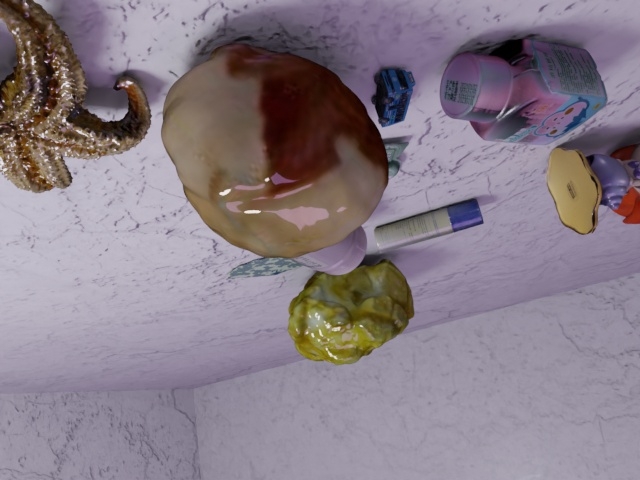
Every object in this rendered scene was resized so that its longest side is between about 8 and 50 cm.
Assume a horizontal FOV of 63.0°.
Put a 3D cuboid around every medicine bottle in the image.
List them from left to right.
[{"bbox_3d":[-0.016,-0.019,0.946,0.133,0.133,0.250,-19,158,23],"label":"medicine bottle"},{"bbox_3d":[0.235,-0.030,1.145,0.231,0.059,0.059,-16,159,16],"label":"medicine bottle"},{"bbox_3d":[0.254,-0.190,0.673,0.188,0.094,0.119,-1,159,-24],"label":"medicine bottle"}]

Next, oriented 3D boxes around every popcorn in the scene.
[{"bbox_3d":[0.081,0.199,1.364,0.334,0.293,0.292,-11,130,-3],"label":"popcorn"}]

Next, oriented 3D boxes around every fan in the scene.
[{"bbox_3d":[-0.118,0.063,1.291,0.240,0.009,0.131,-11,160,0],"label":"fan"}]

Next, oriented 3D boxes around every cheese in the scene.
[{"bbox_3d":[0.107,-0.127,0.867,0.067,0.026,0.120,-8,160,-8],"label":"cheese"}]

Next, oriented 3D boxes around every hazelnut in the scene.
[{"bbox_3d":[-0.052,-0.101,0.619,0.261,0.241,0.261,7,139,7],"label":"hazelnut"}]

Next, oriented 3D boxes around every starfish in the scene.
[{"bbox_3d":[-0.340,-0.125,0.540,0.312,0.113,0.303,-28,158,18],"label":"starfish"}]

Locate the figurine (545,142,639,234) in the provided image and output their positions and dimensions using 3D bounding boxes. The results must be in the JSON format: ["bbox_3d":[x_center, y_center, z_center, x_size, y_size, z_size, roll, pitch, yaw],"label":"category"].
[{"bbox_3d":[0.567,-0.115,0.955,0.257,0.181,0.208,-11,120,-3],"label":"figurine"}]

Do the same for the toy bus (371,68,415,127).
[{"bbox_3d":[0.094,-0.186,0.683,0.046,0.038,0.083,-14,162,-4],"label":"toy bus"}]
